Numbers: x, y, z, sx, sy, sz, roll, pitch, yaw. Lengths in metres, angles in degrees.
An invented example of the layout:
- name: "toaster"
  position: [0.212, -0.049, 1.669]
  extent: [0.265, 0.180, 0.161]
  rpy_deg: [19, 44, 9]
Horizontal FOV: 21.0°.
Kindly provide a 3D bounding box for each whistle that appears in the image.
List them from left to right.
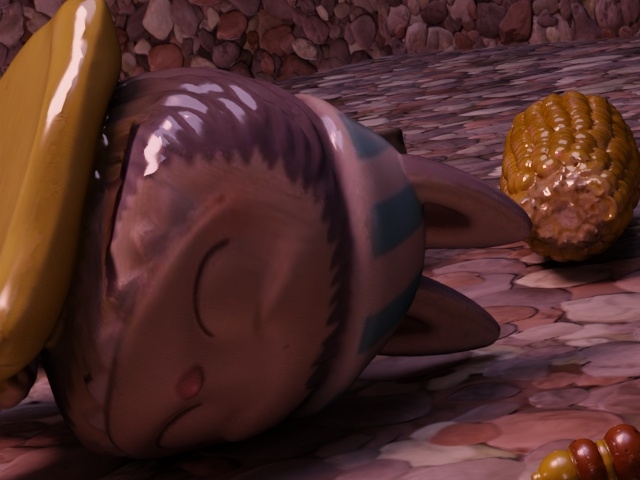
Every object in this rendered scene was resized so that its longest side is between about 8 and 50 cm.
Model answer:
- name: "whistle"
  position: [0.160, 0.105, 0.888]
  extent: [0.109, 0.046, 0.057]
  rpy_deg: [-14, 24, 5]

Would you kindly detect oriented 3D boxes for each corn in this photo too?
- name: "corn"
  position: [0.214, -0.055, 1.494]
  extent: [0.130, 0.130, 0.347]
  rpy_deg: [-7, 11, 11]

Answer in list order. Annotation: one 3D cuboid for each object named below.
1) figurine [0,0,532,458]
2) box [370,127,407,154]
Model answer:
- name: "figurine"
  position: [-0.065, 0.038, 1.138]
  extent: [0.377, 0.266, 0.361]
  rpy_deg: [21, -9, -21]
- name: "box"
  position: [-0.165, -0.010, 1.513]
  extent: [0.396, 0.111, 0.396]
  rpy_deg: [-9, 3, 43]
